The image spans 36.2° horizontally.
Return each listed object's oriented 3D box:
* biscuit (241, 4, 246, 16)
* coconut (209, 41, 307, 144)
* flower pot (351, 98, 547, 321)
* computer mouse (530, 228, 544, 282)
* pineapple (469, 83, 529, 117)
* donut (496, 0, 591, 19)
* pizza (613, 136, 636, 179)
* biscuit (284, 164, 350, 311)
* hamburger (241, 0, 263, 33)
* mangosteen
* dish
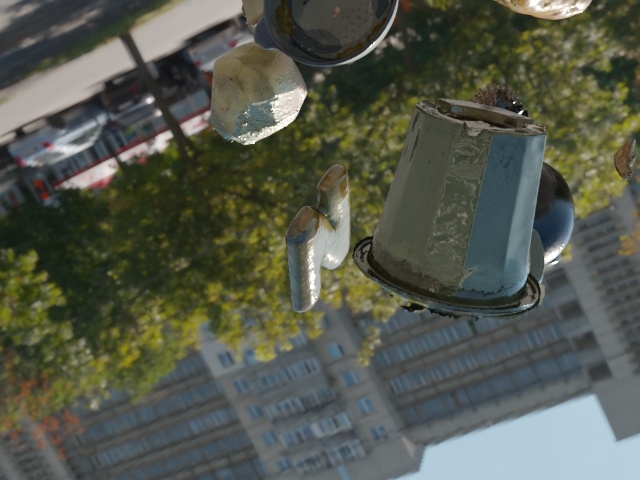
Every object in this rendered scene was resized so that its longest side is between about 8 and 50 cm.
[{"bbox_3d":[-0.098,-0.579,2.125,0.290,0.038,0.141,-59,179,-19],"label":"biscuit"},{"bbox_3d":[-0.118,-0.284,1.847,0.194,0.194,0.194,-25,-169,5],"label":"coconut"},{"bbox_3d":[0.203,-0.055,1.385,0.290,0.259,0.290,9,-162,-3],"label":"flower pot"},{"bbox_3d":[0.314,0.014,1.814,0.079,0.230,0.128,-39,-144,53],"label":"computer mouse"},{"bbox_3d":[0.391,-0.278,2.118,0.125,0.125,0.251,-25,-166,7],"label":"pineapple"},{"bbox_3d":[0.283,-0.435,1.248,0.150,0.317,0.299,28,-113,35],"label":"donut"},{"bbox_3d":[0.581,-0.156,1.841,0.025,0.078,0.083,12,-143,-9],"label":"pizza"},{"bbox_3d":[0.000,0.000,2.135,0.062,0.291,0.237,22,-128,18],"label":"biscuit"},{"bbox_3d":[-0.032,-0.420,1.638,0.236,0.147,0.237,-31,-170,6],"label":"hamburger"},{"bbox_3d":[0.463,-0.047,2.296,0.297,0.313,0.297,-41,-160,19],"label":"mangosteen"},{"bbox_3d":[0.026,-0.352,1.421,0.236,0.228,0.086,-3,172,20],"label":"dish"}]
